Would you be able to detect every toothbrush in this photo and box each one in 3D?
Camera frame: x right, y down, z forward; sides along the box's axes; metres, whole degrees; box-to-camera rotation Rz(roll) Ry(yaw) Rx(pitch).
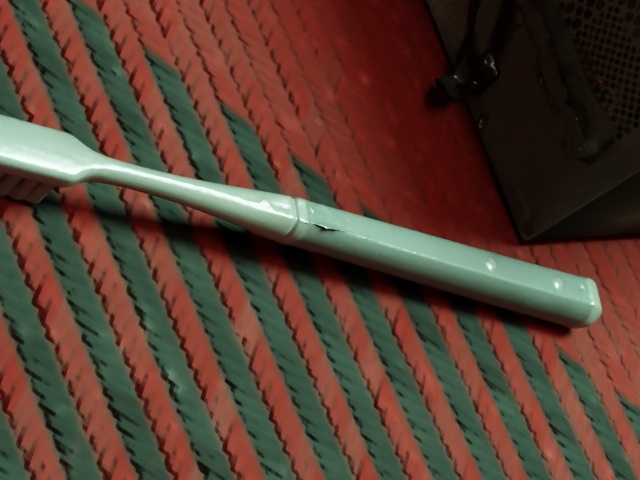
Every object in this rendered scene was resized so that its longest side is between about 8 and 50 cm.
[{"bbox_3d":[0.002,-0.001,0.710,0.342,0.030,0.025,13,56,-36],"label":"toothbrush"}]

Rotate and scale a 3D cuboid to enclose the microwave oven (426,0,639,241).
[{"bbox_3d":[0.202,-0.244,0.901,0.374,0.236,0.432,-4,67,-43],"label":"microwave oven"}]
